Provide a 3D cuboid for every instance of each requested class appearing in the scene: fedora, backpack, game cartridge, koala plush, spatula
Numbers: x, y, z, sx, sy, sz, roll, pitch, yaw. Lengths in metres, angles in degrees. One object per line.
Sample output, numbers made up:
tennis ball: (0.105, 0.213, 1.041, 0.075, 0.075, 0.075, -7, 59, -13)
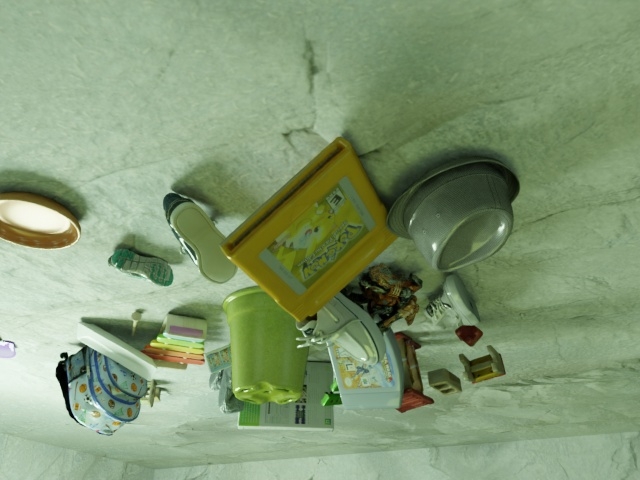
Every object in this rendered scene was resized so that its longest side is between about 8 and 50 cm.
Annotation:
fedora: (0.261, -0.029, 1.094, 0.243, 0.124, 0.275, 11, 141, -28)
backpack: (-0.691, 0.484, 1.888, 0.213, 0.263, 0.276, -31, 140, 18)
game cartridge: (0.131, 0.344, 1.647, 0.198, 0.297, 0.062, -8, -166, 26)
game cartridge: (0.000, 0.000, 1.100, 0.285, 0.053, 0.324, -43, 142, -3)
koala plush: (-0.217, 0.435, 1.878, 0.221, 0.196, 0.203, 12, 104, -28)
spatula: (-1.024, 0.308, 1.821, 0.084, 0.030, 0.296, 7, 149, -12)

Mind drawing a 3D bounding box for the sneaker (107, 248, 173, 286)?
sneaker: (-0.430, 0.066, 1.383, 0.166, 0.065, 0.076, 31, 155, -36)

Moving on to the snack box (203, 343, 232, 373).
snack box: (-0.259, 0.343, 1.761, 0.178, 0.064, 0.022, -18, 174, -20)

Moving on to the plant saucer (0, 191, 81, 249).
plant saucer: (-0.601, -0.043, 1.208, 0.199, 0.037, 0.200, 1, 151, 0)

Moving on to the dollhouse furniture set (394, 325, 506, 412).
dollhouse furniture set: (0.354, 0.363, 1.736, 0.374, 0.201, 0.152, -23, 142, 24)

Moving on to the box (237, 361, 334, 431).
box: (-0.114, 0.528, 1.978, 0.321, 0.232, 0.058, 4, 149, -5)

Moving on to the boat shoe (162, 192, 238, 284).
boat shoe: (-0.252, -0.001, 1.212, 0.095, 0.079, 0.254, -41, 141, -8)

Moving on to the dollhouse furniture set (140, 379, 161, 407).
dollhouse furniture set: (-0.733, 0.613, 2.264, 0.181, 0.101, 0.161, 1, 150, -1)

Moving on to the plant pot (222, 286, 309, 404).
plant pot: (-0.136, 0.296, 1.562, 0.276, 0.254, 0.276, 0, 150, 0)

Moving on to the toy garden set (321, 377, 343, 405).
toy garden set: (0.126, 0.444, 1.941, 0.203, 0.049, 0.244, 10, 118, -43)

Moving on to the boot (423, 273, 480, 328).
boot: (0.325, 0.173, 1.495, 0.123, 0.095, 0.258, -19, 146, 18)

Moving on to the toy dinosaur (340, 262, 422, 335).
toy dinosaur: (0.168, 0.163, 1.448, 0.218, 0.164, 0.322, -27, 125, 16)

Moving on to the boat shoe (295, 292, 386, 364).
boat shoe: (-0.009, 0.177, 1.292, 0.367, 0.156, 0.136, 49, 140, -13)

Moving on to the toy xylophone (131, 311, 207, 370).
toy xylophone: (-0.458, 0.301, 1.747, 0.236, 0.081, 0.323, 8, 149, -11)

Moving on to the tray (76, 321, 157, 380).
tray: (-0.619, 0.334, 1.775, 0.270, 0.030, 0.145, 32, 144, -5)
